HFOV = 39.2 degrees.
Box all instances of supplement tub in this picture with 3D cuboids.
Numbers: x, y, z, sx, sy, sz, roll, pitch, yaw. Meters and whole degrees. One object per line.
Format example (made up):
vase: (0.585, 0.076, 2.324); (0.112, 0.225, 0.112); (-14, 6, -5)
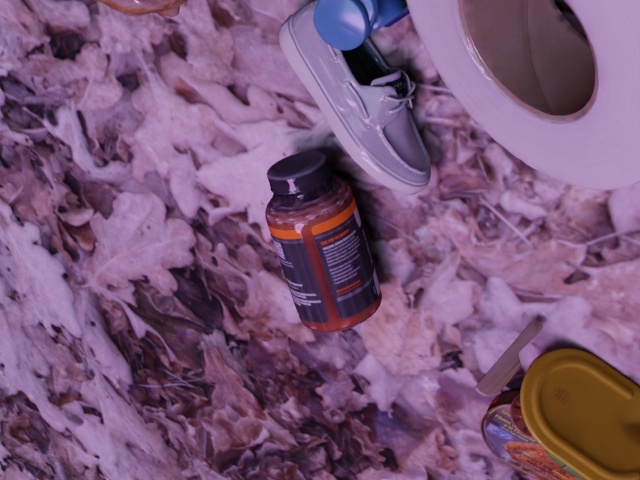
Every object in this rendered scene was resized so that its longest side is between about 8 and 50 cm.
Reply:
supplement tub: (0.000, 0.000, 1.033); (0.106, 0.106, 0.197); (-1, 120, 30)

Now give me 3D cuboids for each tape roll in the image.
tape roll: (0.193, -0.182, 0.712); (0.286, 0.100, 0.286); (47, 164, 18)

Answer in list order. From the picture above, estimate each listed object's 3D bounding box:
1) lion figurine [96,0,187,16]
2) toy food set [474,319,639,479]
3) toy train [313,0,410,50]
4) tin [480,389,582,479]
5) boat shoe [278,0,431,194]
lion figurine: (-0.234, -0.418, 0.865); (0.240, 0.142, 0.392); (13, 122, 13)
toy food set: (0.279, 0.195, 1.012); (0.218, 0.128, 0.071); (37, 155, 4)
toy train: (-0.005, -0.294, 0.810); (0.105, 0.143, 0.248); (-27, 105, 39)
tin: (0.287, 0.249, 1.085); (0.190, 0.040, 0.106); (28, 135, 10)
boat shoe: (0.050, -0.149, 0.920); (0.227, 0.079, 0.081); (52, 135, -6)
